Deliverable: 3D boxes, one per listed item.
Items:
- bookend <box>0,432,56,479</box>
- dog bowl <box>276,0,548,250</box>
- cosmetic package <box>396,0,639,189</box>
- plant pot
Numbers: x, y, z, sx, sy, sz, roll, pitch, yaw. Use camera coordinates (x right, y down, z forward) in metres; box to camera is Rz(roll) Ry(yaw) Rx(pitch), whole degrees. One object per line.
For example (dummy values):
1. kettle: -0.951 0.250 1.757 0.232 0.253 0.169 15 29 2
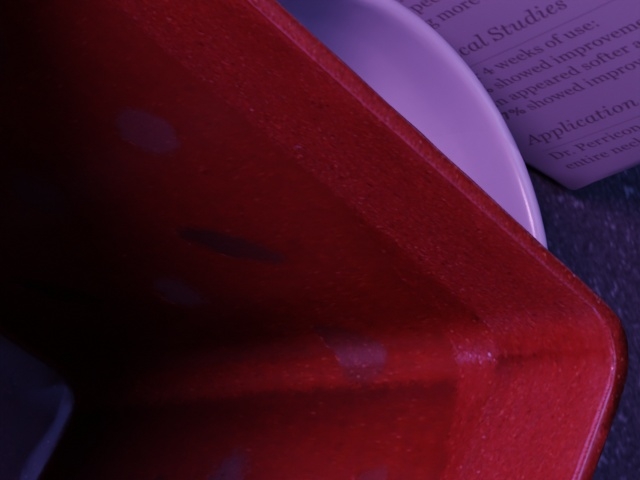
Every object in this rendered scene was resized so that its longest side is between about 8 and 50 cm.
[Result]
1. bookend: -0.174 0.008 0.558 0.157 0.072 0.156 33 52 -31
2. dog bowl: 0.000 0.000 0.708 0.265 0.104 0.265 19 61 -38
3. cosmetic package: 0.157 -0.286 0.818 0.394 0.329 0.327 26 57 -36
4. plant pot: -0.116 0.074 0.378 0.267 0.236 0.267 39 63 -28
